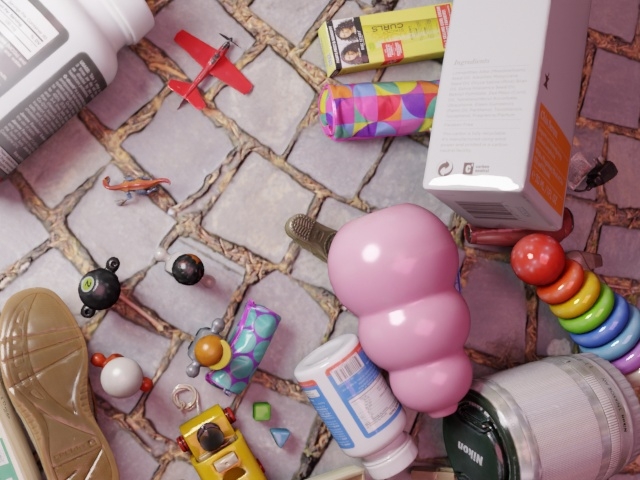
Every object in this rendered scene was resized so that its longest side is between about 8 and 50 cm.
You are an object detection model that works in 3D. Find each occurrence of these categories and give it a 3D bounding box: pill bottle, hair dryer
[{"bbox_3d":[0.063,0.273,1.303,0.124,0.124,0.221,-33,97,-13],"label":"pill bottle"},{"bbox_3d":[-0.428,-0.258,1.148,0.363,0.210,0.210,-45,99,-12],"label":"pill bottle"},{"bbox_3d":[0.363,-0.091,1.428,0.224,0.080,0.293,40,75,8],"label":"hair dryer"}]

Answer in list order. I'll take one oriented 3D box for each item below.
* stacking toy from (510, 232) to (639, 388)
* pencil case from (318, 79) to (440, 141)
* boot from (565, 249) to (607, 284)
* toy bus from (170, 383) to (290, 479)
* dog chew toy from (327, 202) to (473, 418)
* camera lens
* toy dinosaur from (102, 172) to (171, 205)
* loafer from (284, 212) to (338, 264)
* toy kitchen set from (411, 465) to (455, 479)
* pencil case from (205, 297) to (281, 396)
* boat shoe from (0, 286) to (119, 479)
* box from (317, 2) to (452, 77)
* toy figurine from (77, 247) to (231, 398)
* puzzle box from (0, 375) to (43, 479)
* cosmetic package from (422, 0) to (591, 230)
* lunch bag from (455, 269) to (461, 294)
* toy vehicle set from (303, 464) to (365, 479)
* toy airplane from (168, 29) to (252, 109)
[{"bbox_3d":[0.455,0.107,1.382,0.330,0.141,0.141,43,79,-15],"label":"stacking toy"},{"bbox_3d":[0.116,-0.218,1.343,0.237,0.104,0.104,-4,90,-13],"label":"pencil case"},{"bbox_3d":[0.474,0.075,1.458,0.087,0.042,0.118,-9,90,-8],"label":"boot"},{"bbox_3d":[-0.152,0.343,1.256,0.202,0.104,0.190,16,85,-14],"label":"toy bus"},{"bbox_3d":[0.139,0.114,1.252,0.207,0.206,0.331,-18,87,-14],"label":"dog chew toy"},{"bbox_3d":[0.357,0.313,1.313,0.274,0.219,0.219,-10,91,-25],"label":"camera lens"},{"bbox_3d":[-0.295,-0.092,1.253,0.082,0.090,0.047,-2,71,-45],"label":"toy dinosaur"},{"bbox_3d":[0.000,0.000,1.333,0.148,0.050,0.056,38,77,-26],"label":"loafer"},{"bbox_3d":[0.198,0.431,1.379,0.075,0.068,0.083,0,89,14],"label":"toy kitchen set"},{"bbox_3d":[-0.125,0.174,1.288,0.070,0.064,0.151,35,79,-37],"label":"pencil case"},{"bbox_3d":[-0.394,0.241,1.190,0.123,0.123,0.341,-19,79,-28],"label":"boat shoe"},{"bbox_3d":[0.118,-0.342,1.365,0.232,0.058,0.087,-12,91,-14],"label":"box"},{"bbox_3d":[-0.252,0.120,1.214,0.210,0.148,0.212,-12,91,-14],"label":"toy figurine"},{"bbox_3d":[-0.571,0.277,1.138,0.272,0.052,0.408,-19,94,5],"label":"puzzle box"},{"bbox_3d":[0.312,-0.262,1.285,0.230,0.162,0.452,25,72,-56],"label":"cosmetic package"},{"bbox_3d":[0.206,0.067,1.373,0.065,0.067,0.098,-3,88,-15],"label":"lunch bag"},{"bbox_3d":[-0.030,0.467,1.252,0.267,0.035,0.165,-4,93,-43],"label":"toy vehicle set"},{"bbox_3d":[-0.190,-0.275,1.301,0.151,0.028,0.151,1,87,-13],"label":"toy airplane"}]
